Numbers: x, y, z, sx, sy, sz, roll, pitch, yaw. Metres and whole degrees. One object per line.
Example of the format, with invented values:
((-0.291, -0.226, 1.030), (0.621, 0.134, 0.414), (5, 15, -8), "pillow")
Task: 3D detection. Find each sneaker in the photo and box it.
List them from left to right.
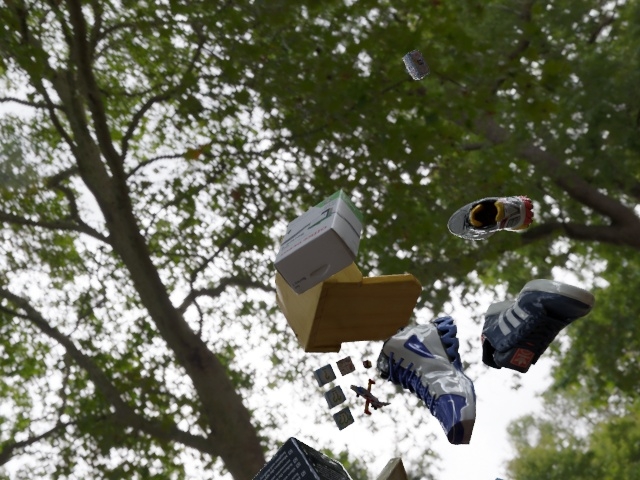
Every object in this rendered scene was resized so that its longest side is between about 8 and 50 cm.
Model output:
((0.215, 0.294, 1.498), (0.182, 0.315, 0.127), (-2, -52, -3), "sneaker")
((0.337, -0.054, 1.474), (0.093, 0.225, 0.088), (2, -100, -26), "sneaker")
((0.419, 0.184, 1.396), (0.350, 0.131, 0.148), (115, 176, -69), "sneaker")

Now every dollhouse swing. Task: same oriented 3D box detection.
((0.074, 0.130, 2.087), (0.305, 0.315, 0.346), (-16, -37, -23), "dollhouse swing")

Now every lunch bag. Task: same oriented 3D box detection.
((0.254, -0.463, 1.863), (0.053, 0.071, 0.083), (-30, 1, 19), "lunch bag")

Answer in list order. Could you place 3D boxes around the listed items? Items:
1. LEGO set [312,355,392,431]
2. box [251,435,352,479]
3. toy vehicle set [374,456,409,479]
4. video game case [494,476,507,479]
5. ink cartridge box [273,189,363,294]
((0.101, 0.418, 2.015), (0.060, 0.182, 0.244), (-32, -12, 35), "LEGO set")
((-0.023, 0.720, 1.658), (0.293, 0.395, 0.212), (-48, -55, 2), "box")
((0.217, 0.743, 1.890), (0.035, 0.266, 0.166), (-17, 1, 27), "toy vehicle set")
((0.442, 0.675, 1.782), (0.166, 0.119, 0.015), (-39, -75, -26), "video game case")
((0.000, 0.000, 1.529), (0.160, 0.219, 0.092), (-33, -74, 19), "ink cartridge box")
